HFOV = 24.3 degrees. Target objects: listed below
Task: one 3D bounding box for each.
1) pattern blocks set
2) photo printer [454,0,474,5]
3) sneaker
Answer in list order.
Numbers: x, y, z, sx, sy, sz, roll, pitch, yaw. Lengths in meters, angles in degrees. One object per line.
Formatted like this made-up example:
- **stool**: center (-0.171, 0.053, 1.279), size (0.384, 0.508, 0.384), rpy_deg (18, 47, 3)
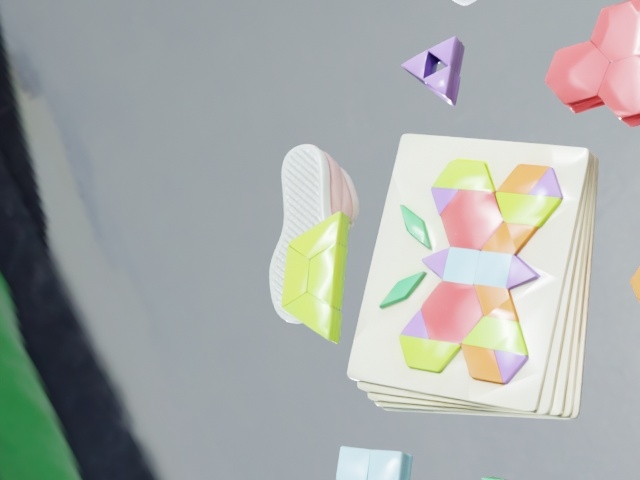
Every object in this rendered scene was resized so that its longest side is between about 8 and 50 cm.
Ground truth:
- **pattern blocks set**: center (0.100, 0.019, 0.935), size (0.026, 0.285, 0.324), rpy_deg (27, -122, -57)
- **photo printer**: center (0.117, -0.323, 1.151), size (0.107, 0.256, 0.307), rpy_deg (56, -161, 22)
- **sneaker**: center (0.000, 0.000, 1.119), size (0.070, 0.051, 0.134), rpy_deg (25, -115, -60)
